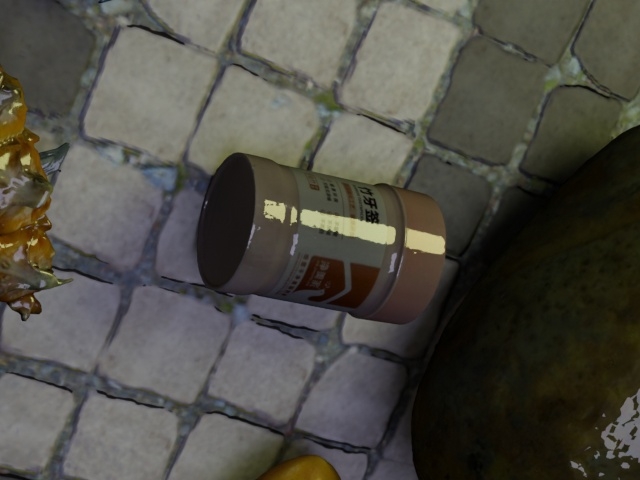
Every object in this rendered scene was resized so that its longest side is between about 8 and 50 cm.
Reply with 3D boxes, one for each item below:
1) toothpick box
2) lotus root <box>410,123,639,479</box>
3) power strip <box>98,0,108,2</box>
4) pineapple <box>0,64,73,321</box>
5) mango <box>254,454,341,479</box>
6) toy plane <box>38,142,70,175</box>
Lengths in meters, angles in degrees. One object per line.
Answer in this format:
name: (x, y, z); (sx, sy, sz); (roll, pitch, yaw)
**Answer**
toothpick box: (0.000, 0.000, 1.020); (0.149, 0.098, 0.098); (12, 104, -25)
lotus root: (0.218, 0.100, 1.080); (0.250, 0.250, 0.346); (38, 95, -30)
power strip: (-0.096, -0.200, 0.941); (0.123, 0.032, 0.056); (-21, 117, -15)
pineapple: (-0.274, -0.085, 0.769); (0.334, 0.158, 0.161); (47, 125, 2)
mango: (-0.038, 0.259, 1.100); (0.141, 0.102, 0.217); (14, 105, -33)
toy plane: (-0.274, -0.038, 0.909); (0.226, 0.058, 0.226); (9, 101, -20)
